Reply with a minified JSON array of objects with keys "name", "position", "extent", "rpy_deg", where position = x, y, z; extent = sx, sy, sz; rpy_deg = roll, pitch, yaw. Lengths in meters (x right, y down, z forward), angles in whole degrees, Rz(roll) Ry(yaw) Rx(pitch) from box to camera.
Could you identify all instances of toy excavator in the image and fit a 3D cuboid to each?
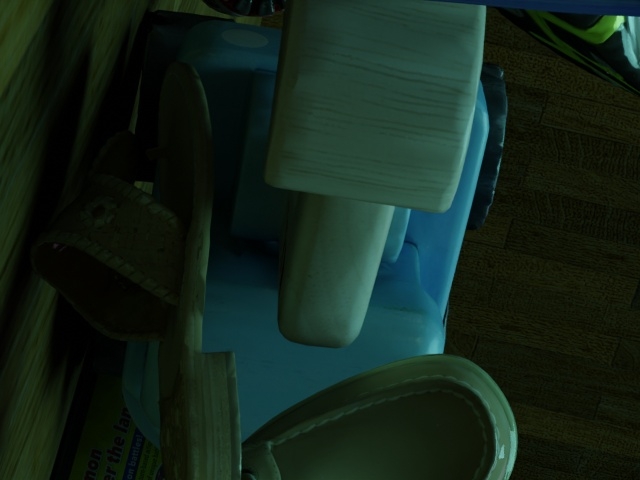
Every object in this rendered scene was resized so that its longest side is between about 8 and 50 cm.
[{"name":"toy excavator","position":[0.000,0.000,1.031],"extent":[0.445,0.222,0.433],"rpy_deg":[-92,-167,-62]}]

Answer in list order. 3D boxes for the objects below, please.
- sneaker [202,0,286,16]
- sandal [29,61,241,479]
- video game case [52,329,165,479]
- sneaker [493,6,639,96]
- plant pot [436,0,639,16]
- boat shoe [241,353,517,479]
[{"name":"sneaker","position":[-0.049,-0.250,1.199],"extent":[0.092,0.088,0.225],"rpy_deg":[6,-94,64]},{"name":"sandal","position":[-0.088,0.014,0.856],"extent":[0.088,0.079,0.240],"rpy_deg":[112,-26,-53]},{"name":"video game case","position":[-0.050,0.186,1.229],"extent":[0.035,0.248,0.275],"rpy_deg":[107,-4,-51]},{"name":"sneaker","position":[0.102,-0.192,0.858],"extent":[0.147,0.384,0.145],"rpy_deg":[-49,-144,-3]},{"name":"plant pot","position":[0.038,-0.216,0.591],"extent":[0.236,0.236,0.212],"rpy_deg":[108,-12,-70]},{"name":"boat shoe","position":[-0.041,0.152,0.879],"extent":[0.109,0.302,0.098],"rpy_deg":[59,-2,8]}]
